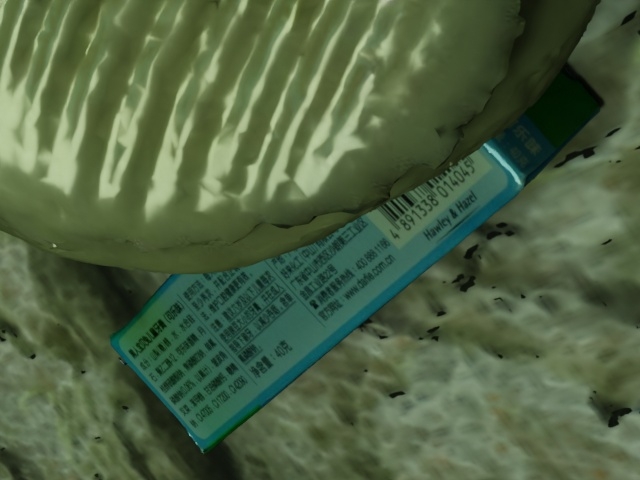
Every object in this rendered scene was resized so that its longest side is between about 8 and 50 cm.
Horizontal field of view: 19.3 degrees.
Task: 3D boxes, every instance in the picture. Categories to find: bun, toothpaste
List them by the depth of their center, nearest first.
[{"bbox_3d":[-0.037,-0.109,0.521,0.239,0.141,0.239,1,96,14],"label":"bun"},{"bbox_3d":[0.000,0.000,0.686,0.065,0.050,0.267,46,144,0],"label":"toothpaste"}]
